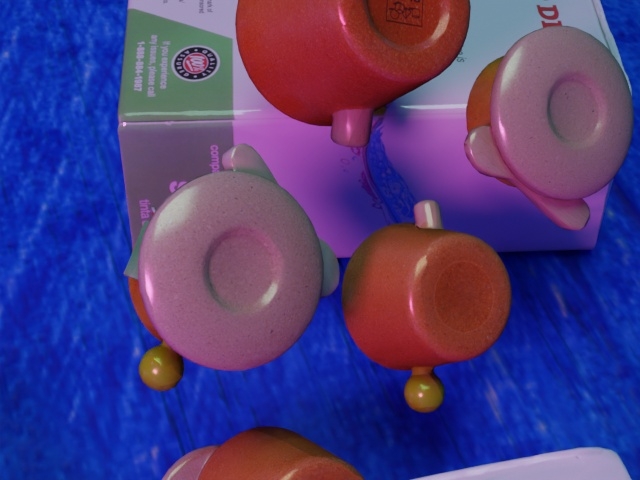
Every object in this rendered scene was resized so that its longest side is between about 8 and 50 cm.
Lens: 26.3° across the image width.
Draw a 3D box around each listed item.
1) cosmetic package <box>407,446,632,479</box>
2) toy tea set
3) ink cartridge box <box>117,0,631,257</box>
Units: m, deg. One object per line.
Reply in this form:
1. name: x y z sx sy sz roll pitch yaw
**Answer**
1. cosmetic package: 0.046 0.179 0.454 0.117 0.231 0.085 -8 44 -10
2. toy tea set: 0.000 0.000 0.663 0.336 0.200 0.124 -57 23 -18
3. ink cartridge box: 0.025 -0.095 0.830 0.278 0.117 0.201 -2 44 -3
